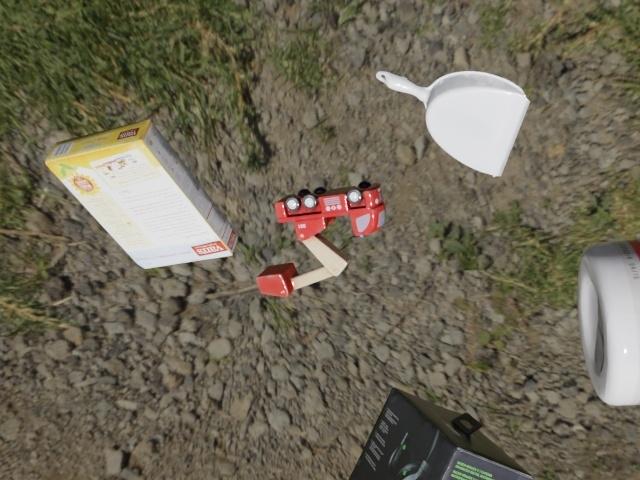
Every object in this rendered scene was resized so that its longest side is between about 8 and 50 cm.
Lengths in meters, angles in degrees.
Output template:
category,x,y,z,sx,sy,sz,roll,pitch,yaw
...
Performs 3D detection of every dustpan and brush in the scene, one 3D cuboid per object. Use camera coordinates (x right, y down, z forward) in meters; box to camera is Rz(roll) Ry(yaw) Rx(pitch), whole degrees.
category,x,y,z,sx,sy,sz,roll,pitch,yaw
dustpan and brush,0.170,-0.186,1.102,0.211,0.147,0.060,19,47,8

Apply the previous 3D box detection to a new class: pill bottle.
category,x,y,z,sx,sy,sz,roll,pitch,yaw
pill bottle,0.578,0.098,1.087,0.408,0.229,0.228,-6,87,8

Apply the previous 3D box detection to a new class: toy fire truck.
category,x,y,z,sx,sy,sz,roll,pitch,yaw
toy fire truck,0.000,0.000,1.048,0.192,0.047,0.135,-6,106,24

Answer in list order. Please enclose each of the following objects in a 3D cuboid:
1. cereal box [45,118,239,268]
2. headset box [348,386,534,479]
category,x,y,z,sx,sy,sz,roll,pitch,yaw
cereal box,-0.247,-0.056,1.133,0.173,0.240,0.047,-8,47,26
headset box,0.145,0.375,1.146,0.131,0.246,0.283,25,91,-17
